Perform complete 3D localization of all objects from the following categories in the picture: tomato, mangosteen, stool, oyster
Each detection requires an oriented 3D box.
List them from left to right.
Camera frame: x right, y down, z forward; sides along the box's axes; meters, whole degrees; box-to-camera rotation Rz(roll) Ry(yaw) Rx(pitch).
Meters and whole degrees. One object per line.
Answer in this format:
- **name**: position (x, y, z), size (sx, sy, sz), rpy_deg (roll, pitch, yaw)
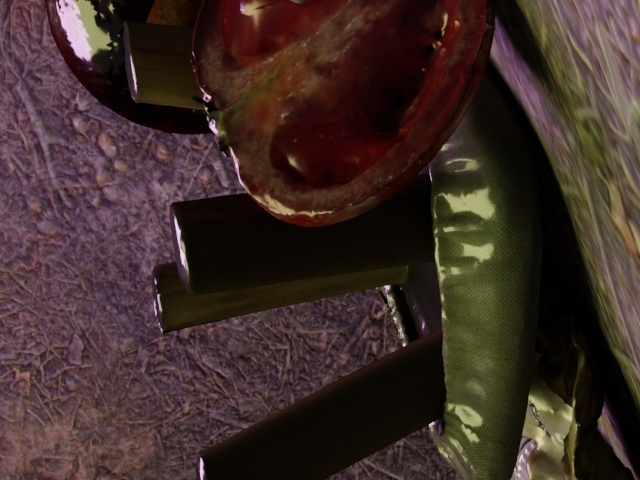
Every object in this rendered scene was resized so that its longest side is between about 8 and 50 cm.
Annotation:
- **mangosteen**: position (-0.095, -0.235, 1.340), size (0.293, 0.297, 0.297), rpy_deg (24, 160, 25)
- **stool**: position (0.000, 0.000, 1.022), size (0.310, 0.226, 0.310), rpy_deg (-113, 18, -51)
- **tomato**: position (0.024, -0.096, 0.814), size (0.099, 0.173, 0.189), rpy_deg (29, -148, -59)
- **oyster**: position (0.191, 0.193, 1.014), size (0.201, 0.107, 0.354), rpy_deg (123, 141, -75)

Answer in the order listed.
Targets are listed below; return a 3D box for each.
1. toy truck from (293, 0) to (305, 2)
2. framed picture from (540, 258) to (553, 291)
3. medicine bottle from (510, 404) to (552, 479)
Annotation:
- **toy truck**: position (-0.036, -0.202, 0.651), size (0.161, 0.177, 0.213), rpy_deg (67, 180, -68)
- **framed picture**: position (0.137, -0.023, 1.204), size (0.289, 0.016, 0.213), rpy_deg (-113, -1, -59)
- **medicine bottle**: position (0.188, 0.173, 1.253), size (0.203, 0.083, 0.083), rpy_deg (-111, -3, -73)
